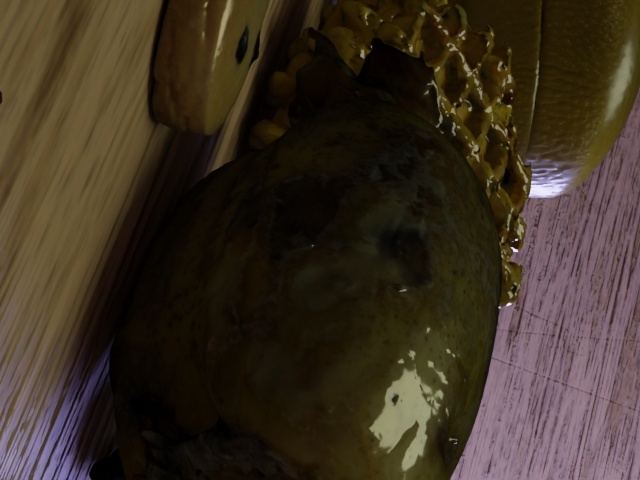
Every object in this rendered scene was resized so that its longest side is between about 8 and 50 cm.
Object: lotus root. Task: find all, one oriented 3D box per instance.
[{"bbox_3d":[0.006,0.019,0.729,0.278,0.154,0.154,-75,177,-48],"label":"lotus root"}]

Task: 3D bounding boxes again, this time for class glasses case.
[{"bbox_3d":[0.136,-0.186,1.164,0.371,0.141,0.173,-89,-176,-51],"label":"glasses case"}]

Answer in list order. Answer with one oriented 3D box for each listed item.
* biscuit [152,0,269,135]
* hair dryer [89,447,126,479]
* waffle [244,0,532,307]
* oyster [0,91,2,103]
[{"bbox_3d":[-0.017,-0.152,0.654,0.153,0.030,0.234,14,91,-83],"label":"biscuit"},{"bbox_3d":[-0.069,0.122,0.803,0.173,0.050,0.195,-64,161,14],"label":"hair dryer"},{"bbox_3d":[0.044,-0.035,0.927,0.193,0.070,0.197,-33,113,-47],"label":"waffle"},{"bbox_3d":[-0.082,-0.019,0.203,0.163,0.081,0.191,-115,-146,-55],"label":"oyster"}]
